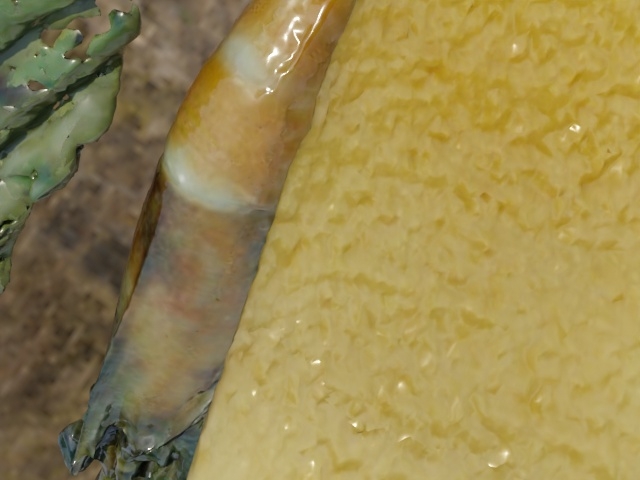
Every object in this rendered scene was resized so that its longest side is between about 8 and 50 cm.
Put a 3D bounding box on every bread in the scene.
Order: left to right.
[{"bbox_3d":[0.080,0.005,0.630,0.185,0.274,0.114,18,177,37],"label":"bread"}]

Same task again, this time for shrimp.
[{"bbox_3d":[0.000,0.000,1.046,0.272,0.445,0.085,5,-144,-46],"label":"shrimp"}]

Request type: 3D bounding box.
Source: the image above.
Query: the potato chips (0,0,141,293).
[{"bbox_3d":[-0.292,-0.076,0.968,0.373,0.097,0.389,16,136,-14],"label":"potato chips"}]
